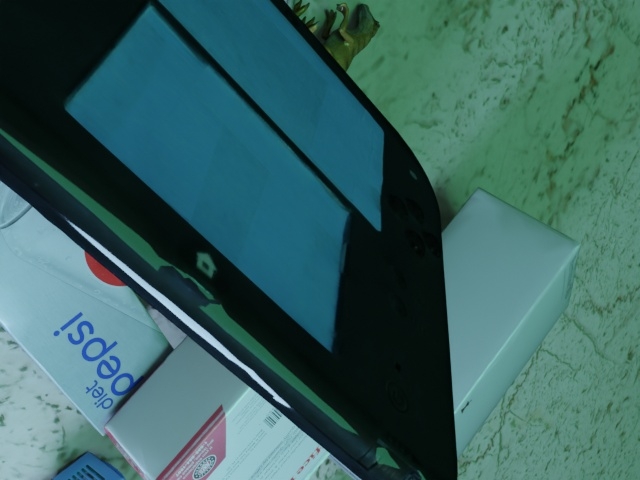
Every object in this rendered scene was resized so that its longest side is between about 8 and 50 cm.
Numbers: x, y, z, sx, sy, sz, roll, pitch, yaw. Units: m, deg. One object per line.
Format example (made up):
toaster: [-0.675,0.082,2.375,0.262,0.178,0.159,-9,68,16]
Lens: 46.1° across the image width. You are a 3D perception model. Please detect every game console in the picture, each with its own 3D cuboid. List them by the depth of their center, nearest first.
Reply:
game console: [-0.046,-0.072,0.452,0.060,0.342,0.386,-36,115,22]

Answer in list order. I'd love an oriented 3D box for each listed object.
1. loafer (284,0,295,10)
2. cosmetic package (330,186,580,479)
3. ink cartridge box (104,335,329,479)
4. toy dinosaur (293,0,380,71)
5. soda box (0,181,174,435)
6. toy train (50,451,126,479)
loafer: [-0.095,-0.117,0.650,0.112,0.111,0.319,1,107,-42]
cosmetic package: [0.151,0.141,0.930,0.365,0.155,0.197,-49,152,-13]
ink cartridge box: [-0.075,0.176,0.713,0.158,0.092,0.218,-48,145,-13]
toy dinosaur: [-0.006,-0.168,0.745,0.211,0.064,0.112,-50,135,-14]
soda box: [-0.227,0.026,0.606,0.098,0.091,0.286,-42,131,-22]
toy train: [-0.224,0.305,0.742,0.105,0.080,0.184,-35,128,-34]
